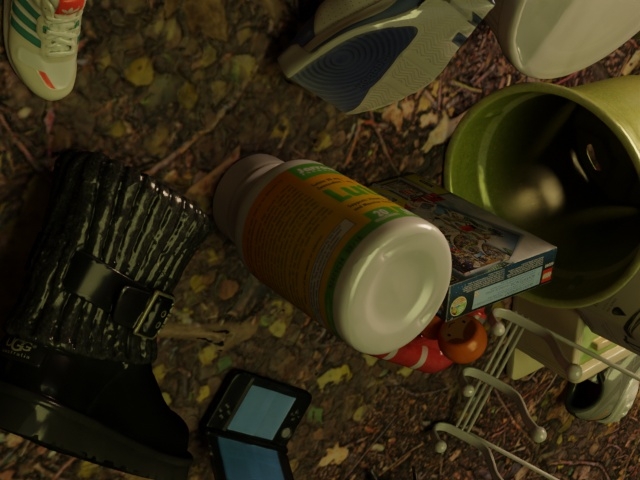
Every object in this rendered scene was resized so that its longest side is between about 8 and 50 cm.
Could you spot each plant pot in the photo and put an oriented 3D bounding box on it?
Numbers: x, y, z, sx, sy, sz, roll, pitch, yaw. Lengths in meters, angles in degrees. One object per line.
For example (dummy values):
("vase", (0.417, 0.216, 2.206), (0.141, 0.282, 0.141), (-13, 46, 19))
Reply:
("plant pot", (0.337, -0.091, 1.297), (0.254, 0.276, 0.276), (-28, 130, -42))

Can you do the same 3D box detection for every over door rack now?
("over door rack", (0.339, 0.253, 1.419), (0.108, 0.324, 0.240), (-67, 179, -60))

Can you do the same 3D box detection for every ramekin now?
("ramekin", (0.278, -0.317, 1.136), (0.272, 0.127, 0.273), (-28, 152, -16))

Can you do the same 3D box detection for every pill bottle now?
("pill bottle", (0.000, 0.000, 1.036), (0.136, 0.245, 0.136), (-21, 125, -32))

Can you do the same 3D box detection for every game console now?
("game console", (-0.062, 0.235, 1.229), (0.144, 0.085, 0.124), (26, 95, -46))

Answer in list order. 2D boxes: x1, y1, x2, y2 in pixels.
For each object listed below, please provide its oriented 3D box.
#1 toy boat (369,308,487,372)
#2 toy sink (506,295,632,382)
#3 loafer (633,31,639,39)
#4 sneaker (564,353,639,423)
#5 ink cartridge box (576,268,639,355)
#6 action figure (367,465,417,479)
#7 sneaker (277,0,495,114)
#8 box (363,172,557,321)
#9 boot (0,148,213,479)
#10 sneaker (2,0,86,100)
("toy boat", (0.141, 0.099, 1.283), (0.231, 0.151, 0.151), (22, 97, -46))
("toy sink", (0.374, 0.109, 1.506), (0.152, 0.131, 0.234), (-19, 124, -32))
("loafer", (0.481, -0.355, 1.382), (0.251, 0.094, 0.087), (-38, 144, -13))
("sneaker", (0.468, 0.172, 1.651), (0.108, 0.100, 0.272), (4, 110, -36))
("ink cartridge box", (0.453, 0.081, 1.332), (0.148, 0.203, 0.086), (-52, 132, -10))
("action figure", (0.063, 0.429, 1.411), (0.275, 0.141, 0.164), (-37, 121, -18))
("sneaker", (0.094, -0.282, 1.053), (0.315, 0.182, 0.127), (-37, 139, 21))
("box", (0.117, -0.001, 1.147), (0.159, 0.233, 0.044), (-17, 123, -33))
("boot", (-0.183, 0.087, 1.014), (0.348, 0.131, 0.260), (58, 48, -66))
("sneaker", (-0.223, -0.185, 0.860), (0.057, 0.075, 0.161), (-18, 124, -33))
